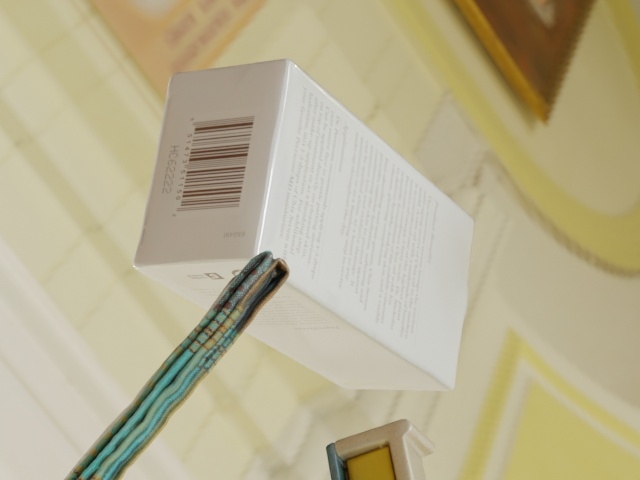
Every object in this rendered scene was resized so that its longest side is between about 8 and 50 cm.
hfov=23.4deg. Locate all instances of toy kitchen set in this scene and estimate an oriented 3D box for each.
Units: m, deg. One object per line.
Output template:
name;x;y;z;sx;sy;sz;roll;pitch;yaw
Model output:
toy kitchen set;-0.012;0.171;0.952;0.122;0.207;0.166;-25;-130;18

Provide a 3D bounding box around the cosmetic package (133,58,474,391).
cosmetic package;0.000;0.000;1.742;0.161;0.453;0.230;-4;-113;32

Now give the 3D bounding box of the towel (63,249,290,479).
towel;-0.164;0.161;1.182;0.370;0.040;0.271;-50;-177;-10
